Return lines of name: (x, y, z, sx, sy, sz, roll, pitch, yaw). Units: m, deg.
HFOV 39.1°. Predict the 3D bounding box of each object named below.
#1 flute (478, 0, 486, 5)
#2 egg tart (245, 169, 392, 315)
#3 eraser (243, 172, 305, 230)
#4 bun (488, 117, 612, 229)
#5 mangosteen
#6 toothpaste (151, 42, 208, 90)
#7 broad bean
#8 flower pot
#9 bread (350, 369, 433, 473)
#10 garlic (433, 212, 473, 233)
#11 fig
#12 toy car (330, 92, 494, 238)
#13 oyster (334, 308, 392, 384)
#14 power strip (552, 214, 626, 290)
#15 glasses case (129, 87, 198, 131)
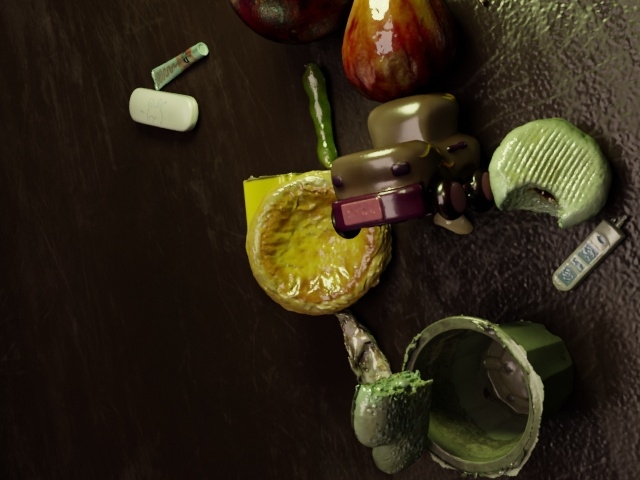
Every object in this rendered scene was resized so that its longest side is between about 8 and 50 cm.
flute: (0.250, -0.561, 1.785, 0.014, 0.014, 0.269, -45, 66, 31)
egg tart: (0.000, 0.000, 1.923, 0.318, 0.128, 0.319, 0, 94, 5)
eraser: (-0.094, -0.041, 2.060, 0.158, 0.069, 0.226, -6, 90, 41)
bun: (0.408, -0.109, 1.618, 0.204, 0.126, 0.212, -40, 73, 5)
mangosteen: (-0.059, -0.570, 1.823, 0.306, 0.359, 0.306, -9, 58, 15)
toothpaste: (-0.358, -0.440, 2.266, 0.205, 0.036, 0.056, -21, 82, 41)
broad bean: (0.003, -0.265, 1.979, 0.052, 0.053, 0.256, -11, 86, 0)
flower pot: (0.320, 0.262, 1.630, 0.290, 0.259, 0.290, 4, 96, 38)
bread: (0.136, 0.300, 1.540, 0.064, 0.172, 0.232, 16, 148, 38)
garlic: (0.259, -0.039, 1.794, 0.083, 0.053, 0.041, 17, 80, 41)
fig: (0.153, -0.397, 1.755, 0.224, 0.224, 0.263, 19, 101, 36)
toy car: (0.158, -0.145, 1.678, 0.271, 0.340, 0.240, -10, 95, 37)
oyster: (0.098, 0.230, 1.948, 0.106, 0.061, 0.200, -14, 87, 20)
power strip: (0.486, 0.024, 1.626, 0.047, 0.030, 0.191, 50, 121, 24)
glasses case: (-0.399, -0.332, 2.288, 0.233, 0.059, 0.092, 17, 102, 35)
